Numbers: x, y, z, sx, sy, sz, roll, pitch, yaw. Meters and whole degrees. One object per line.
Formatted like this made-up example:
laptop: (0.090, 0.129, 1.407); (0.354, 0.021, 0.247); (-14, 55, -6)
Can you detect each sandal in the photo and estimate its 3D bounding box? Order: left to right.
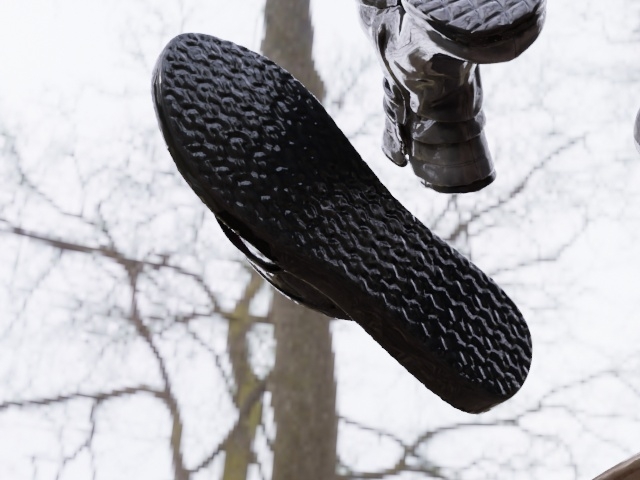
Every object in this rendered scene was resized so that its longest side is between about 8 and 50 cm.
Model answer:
sandal: (0.000, 0.002, 1.412); (0.446, 0.167, 0.107); (45, -44, -9)

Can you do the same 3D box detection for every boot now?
boot: (0.128, -0.142, 1.409); (0.118, 0.338, 0.223); (-17, -69, -9)

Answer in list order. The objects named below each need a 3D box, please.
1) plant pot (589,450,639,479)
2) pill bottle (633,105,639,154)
plant pot: (0.306, 0.220, 0.982); (0.263, 0.229, 0.263); (-22, -19, -8)
pill bottle: (0.412, -0.029, 1.346); (0.176, 0.318, 0.176); (-19, -45, -19)
